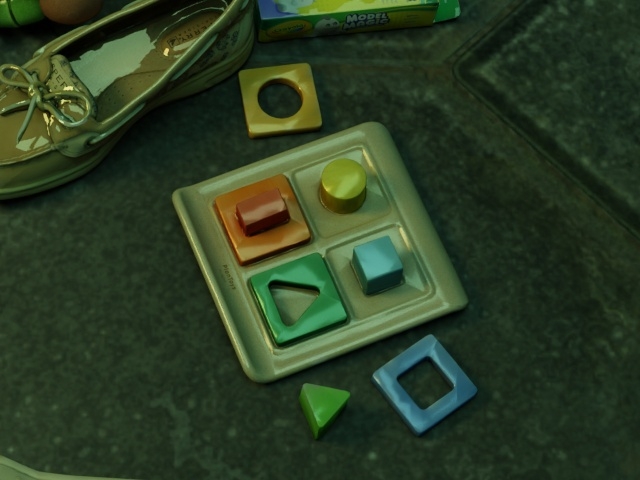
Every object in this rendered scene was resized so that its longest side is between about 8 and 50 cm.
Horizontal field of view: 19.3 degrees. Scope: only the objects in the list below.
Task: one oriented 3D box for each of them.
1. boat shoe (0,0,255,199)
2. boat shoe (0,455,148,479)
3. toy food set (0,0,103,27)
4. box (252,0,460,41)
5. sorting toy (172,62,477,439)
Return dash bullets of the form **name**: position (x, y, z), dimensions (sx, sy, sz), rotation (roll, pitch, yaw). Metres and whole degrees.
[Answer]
- **boat shoe**: position (-0.178, -0.136, 1.522), dimensions (0.285, 0.089, 0.104), rotation (-35, 74, -19)
- **boat shoe**: position (-0.167, 0.233, 1.350), dimensions (0.324, 0.097, 0.116), rotation (12, 24, -4)
- **toy food set**: position (-0.236, -0.214, 1.516), dimensions (0.218, 0.128, 0.071), rotation (-12, 61, 6)
- **box**: position (0.028, -0.231, 1.616), dimensions (0.179, 0.043, 0.105), rotation (-6, 66, -11)
- **sorting toy**: position (0.000, 0.000, 1.502), dimensions (0.196, 0.047, 0.348), rotation (-19, 68, -14)
